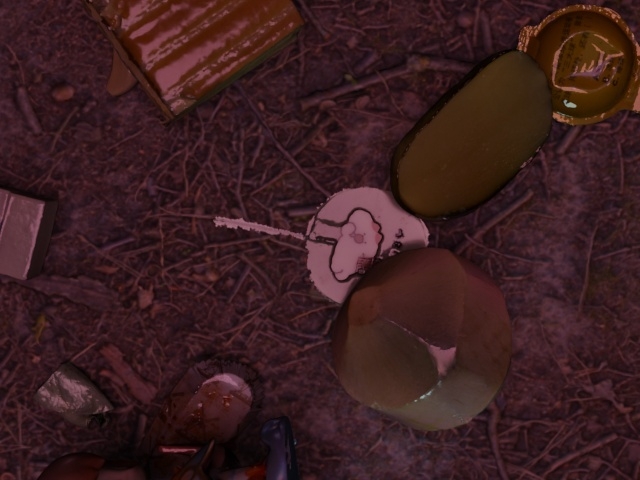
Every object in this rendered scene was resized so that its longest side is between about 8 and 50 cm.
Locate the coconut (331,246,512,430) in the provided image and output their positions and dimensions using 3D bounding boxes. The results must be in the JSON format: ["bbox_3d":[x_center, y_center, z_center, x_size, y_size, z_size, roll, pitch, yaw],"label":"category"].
[{"bbox_3d":[0.135,0.136,1.328,0.259,0.259,0.259,0,93,1],"label":"coconut"}]

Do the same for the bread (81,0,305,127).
[{"bbox_3d":[-0.190,-0.323,1.354,0.246,0.111,0.239,-37,92,-7],"label":"bread"}]

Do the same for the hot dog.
[{"bbox_3d":[-0.188,0.285,1.423,0.131,0.069,0.253,34,96,-10],"label":"hot dog"}]

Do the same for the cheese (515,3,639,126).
[{"bbox_3d":[0.411,-0.244,1.379,0.270,0.069,0.177,14,94,-2],"label":"cheese"}]

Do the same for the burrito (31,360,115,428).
[{"bbox_3d":[-0.366,0.239,1.433,0.118,0.044,0.074,38,90,2],"label":"burrito"}]

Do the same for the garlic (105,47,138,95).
[{"bbox_3d":[-0.289,-0.252,1.410,0.053,0.041,0.083,18,101,5],"label":"garlic"}]

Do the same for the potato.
[{"bbox_3d":[0.203,-0.149,1.367,0.272,0.111,0.160,-47,116,1],"label":"potato"}]

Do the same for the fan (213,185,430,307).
[{"bbox_3d":[0.000,0.000,1.430,0.329,0.009,0.191,13,94,0],"label":"fan"}]

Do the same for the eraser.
[{"bbox_3d":[-0.539,-0.036,1.404,0.279,0.081,0.124,15,93,1],"label":"eraser"}]

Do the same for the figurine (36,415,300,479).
[{"bbox_3d":[-0.215,0.375,1.261,0.388,0.276,0.248,-8,98,0],"label":"figurine"}]
